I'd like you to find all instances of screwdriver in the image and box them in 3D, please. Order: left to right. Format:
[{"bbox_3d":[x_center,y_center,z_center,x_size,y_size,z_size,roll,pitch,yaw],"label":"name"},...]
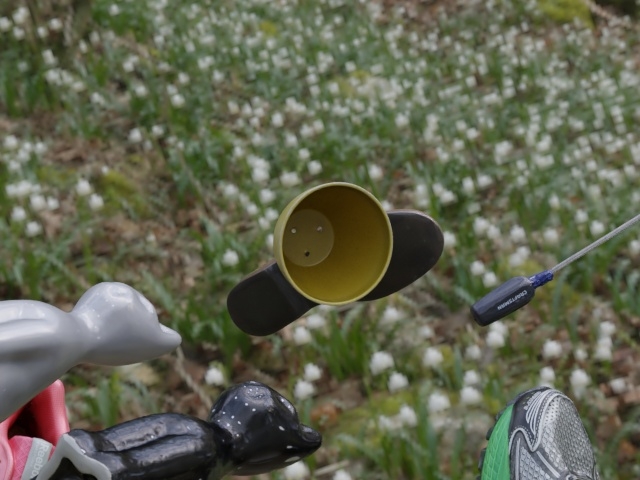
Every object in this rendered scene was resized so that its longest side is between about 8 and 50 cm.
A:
[{"bbox_3d":[0.190,0.020,0.936,0.169,0.025,0.024,-26,-21,-8],"label":"screwdriver"}]

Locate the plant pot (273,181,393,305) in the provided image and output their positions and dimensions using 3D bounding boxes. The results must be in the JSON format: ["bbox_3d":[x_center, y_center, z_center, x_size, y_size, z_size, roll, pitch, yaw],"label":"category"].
[{"bbox_3d":[0.000,0.000,1.358,0.134,0.134,0.095,-20,12,-20],"label":"plant pot"}]

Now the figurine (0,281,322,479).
[{"bbox_3d":[-0.130,0.099,0.765,0.215,0.092,0.209,34,25,26],"label":"figurine"}]

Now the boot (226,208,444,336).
[{"bbox_3d":[0.025,0.022,1.535,0.305,0.112,0.115,-22,12,28],"label":"boot"}]

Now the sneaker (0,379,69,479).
[{"bbox_3d":[-0.264,0.227,0.988,0.136,0.116,0.314,-54,26,28],"label":"sneaker"}]

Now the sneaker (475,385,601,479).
[{"bbox_3d":[0.233,0.267,0.953,0.134,0.344,0.146,12,-41,-40],"label":"sneaker"}]
